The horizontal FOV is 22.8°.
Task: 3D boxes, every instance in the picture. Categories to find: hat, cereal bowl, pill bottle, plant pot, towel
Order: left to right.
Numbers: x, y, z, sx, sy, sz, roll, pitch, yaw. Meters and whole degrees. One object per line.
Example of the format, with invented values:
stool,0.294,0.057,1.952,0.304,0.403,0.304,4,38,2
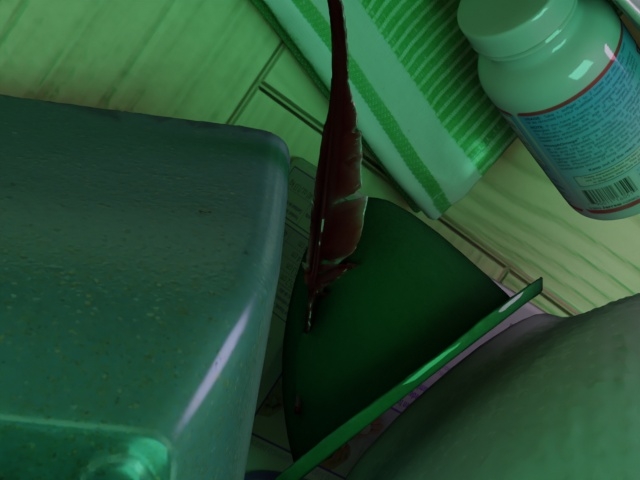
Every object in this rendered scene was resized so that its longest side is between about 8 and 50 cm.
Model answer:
plant pot,-0.145,0.087,0.698,0.247,0.252,0.248,8,109,-7
hat,0.000,0.000,0.827,0.208,0.183,0.173,-40,175,16
towel,0.115,-0.198,0.929,0.325,0.038,0.248,-47,128,-7
cereal bowl,0.113,0.143,0.854,0.339,0.141,0.339,-37,161,-15
pill bottle,0.146,-0.090,0.919,0.087,0.087,0.160,-48,128,-6

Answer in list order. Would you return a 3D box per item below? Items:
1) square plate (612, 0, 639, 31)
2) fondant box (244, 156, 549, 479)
square plate,0.269,-0.235,0.956,0.347,0.049,0.344,39,69,-40
fondant box,-0.003,0.148,0.973,0.238,0.096,0.330,32,91,-39
